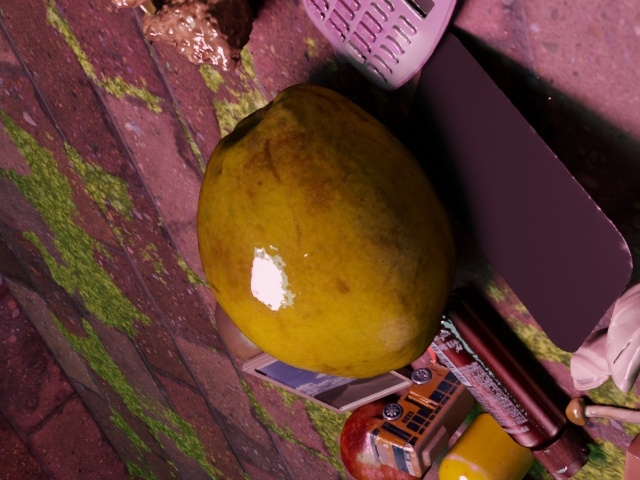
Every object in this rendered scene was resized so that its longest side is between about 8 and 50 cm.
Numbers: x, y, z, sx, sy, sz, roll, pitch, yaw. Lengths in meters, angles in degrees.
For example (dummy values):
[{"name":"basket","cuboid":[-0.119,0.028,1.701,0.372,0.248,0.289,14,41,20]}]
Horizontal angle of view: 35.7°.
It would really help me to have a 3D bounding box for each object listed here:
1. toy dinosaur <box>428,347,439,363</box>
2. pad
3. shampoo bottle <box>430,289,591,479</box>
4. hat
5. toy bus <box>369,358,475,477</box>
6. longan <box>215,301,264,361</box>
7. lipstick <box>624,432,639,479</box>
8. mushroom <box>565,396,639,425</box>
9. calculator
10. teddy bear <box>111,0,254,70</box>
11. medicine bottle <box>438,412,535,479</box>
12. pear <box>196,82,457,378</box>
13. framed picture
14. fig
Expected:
[{"name":"toy dinosaur","cuboid":[0.086,0.081,1.623,0.286,0.070,0.139,26,122,22]},{"name":"pad","cuboid":[0.243,-0.084,1.154,0.375,0.063,0.315,56,158,23]},{"name":"shampoo bottle","cuboid":[0.278,0.219,1.495,0.323,0.084,0.129,48,154,-5]},{"name":"hat","cuboid":[0.386,0.081,1.123,0.226,0.219,0.164,-149,47,-70]},{"name":"toy bus","cuboid":[0.171,0.297,1.636,0.103,0.182,0.091,22,144,34]},{"name":"longan","cuboid":[-0.084,0.130,1.759,0.220,0.196,0.196,10,135,42]},{"name":"lipstick","cuboid":[0.467,0.340,1.435,0.045,0.045,0.145,27,145,35]},{"name":"mushroom","cuboid":[0.438,0.217,1.327,0.068,0.043,0.306,26,155,-16]},{"name":"calculator","cuboid":[0.067,-0.289,1.164,0.194,0.043,0.294,46,156,2]},{"name":"teddy bear","cuboid":[-0.232,-0.354,1.307,0.296,0.246,0.222,7,110,2]},{"name":"medicine bottle","cuboid":[0.247,0.393,1.622,0.122,0.212,0.122,33,149,23]},{"name":"pear","cuboid":[0.000,0.000,1.333,0.352,0.352,0.413,3,125,52]},{"name":"framed picture","cuboid":[0.020,0.226,1.721,0.189,0.023,0.260,-28,138,32]},{"name":"fig","cuboid":[0.113,0.357,1.804,0.175,0.175,0.207,26,158,33]}]
